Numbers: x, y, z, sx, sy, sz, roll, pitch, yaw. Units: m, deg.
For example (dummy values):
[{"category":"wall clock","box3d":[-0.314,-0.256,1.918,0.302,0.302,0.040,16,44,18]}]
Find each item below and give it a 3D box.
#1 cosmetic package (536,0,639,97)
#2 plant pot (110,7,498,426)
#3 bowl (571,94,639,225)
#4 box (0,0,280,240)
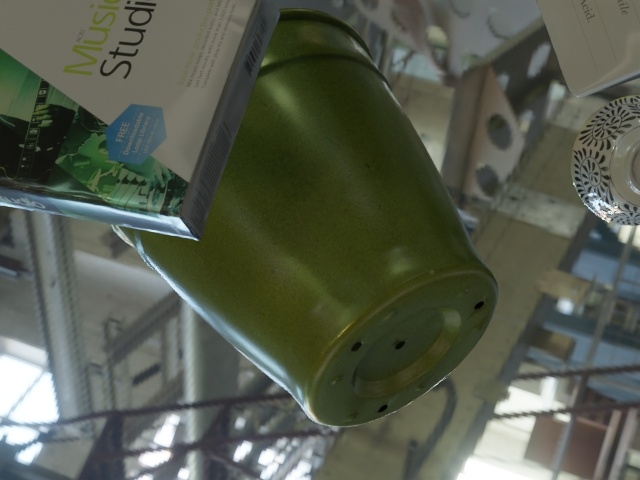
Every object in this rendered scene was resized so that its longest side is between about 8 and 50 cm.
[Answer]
[{"category":"cosmetic package","box3d":[0.331,-0.270,0.784,0.156,0.385,0.217,-21,-92,-45]},{"category":"plant pot","box3d":[0.000,0.000,1.222,0.366,0.353,0.366,-26,-33,-19]},{"category":"bowl","box3d":[0.408,-0.096,1.397,0.080,0.170,0.170,-116,40,-80]},{"category":"box","box3d":[-0.220,-0.136,0.990,0.058,0.322,0.232,58,-135,-60]}]
